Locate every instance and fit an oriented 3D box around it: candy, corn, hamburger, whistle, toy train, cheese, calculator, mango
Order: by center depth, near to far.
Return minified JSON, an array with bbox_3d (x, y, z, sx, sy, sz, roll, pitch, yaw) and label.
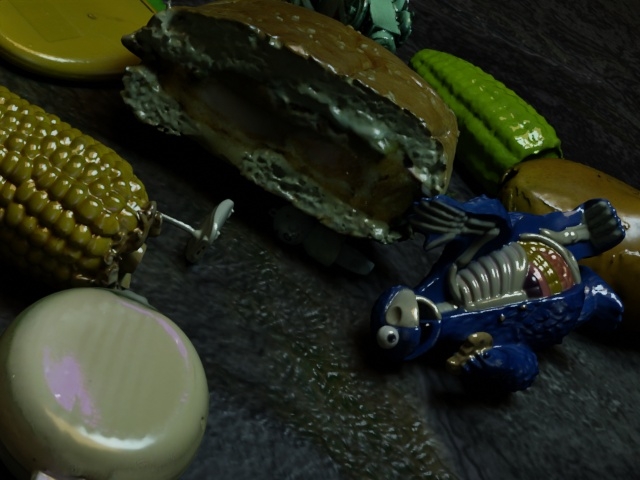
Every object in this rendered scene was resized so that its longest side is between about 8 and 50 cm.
[{"bbox_3d":[-0.137,0.118,0.653,0.137,0.064,0.227,23,33,-12],"label":"cheese"},{"bbox_3d":[-0.247,-0.068,0.752,0.305,0.106,0.106,31,33,-3],"label":"corn"},{"bbox_3d":[0.000,0.000,0.951,0.100,0.035,0.035,31,33,-8],"label":"whistle"},{"bbox_3d":[-0.010,-0.120,0.980,0.308,0.132,0.211,27,22,-1],"label":"hamburger"},{"bbox_3d":[-0.210,-0.198,1.015,0.146,0.032,0.235,46,36,15],"label":"calculator"},{"bbox_3d":[0.276,0.003,1.093,0.248,0.156,0.151,27,69,-16],"label":"mango"},{"bbox_3d":[0.166,-0.136,1.221,0.096,0.097,0.209,-7,48,-46],"label":"candy"},{"bbox_3d":[0.045,-0.235,1.223,0.074,0.118,0.176,15,42,-20],"label":"toy train"}]

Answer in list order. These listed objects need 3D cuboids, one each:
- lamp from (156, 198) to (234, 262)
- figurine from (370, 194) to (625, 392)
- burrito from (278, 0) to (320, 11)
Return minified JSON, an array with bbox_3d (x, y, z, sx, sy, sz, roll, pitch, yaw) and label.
[{"bbox_3d":[-0.161,-0.048,0.855,0.198,0.050,0.056,29,36,-13],"label":"lamp"},{"bbox_3d":[0.140,0.043,0.950,0.262,0.164,0.120,0,3,-35],"label":"figurine"},{"bbox_3d":[-0.072,-0.351,1.288,0.144,0.089,0.229,33,31,-30],"label":"burrito"}]
